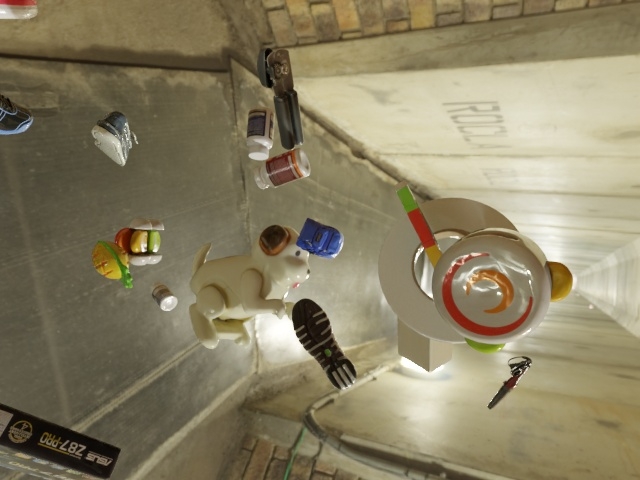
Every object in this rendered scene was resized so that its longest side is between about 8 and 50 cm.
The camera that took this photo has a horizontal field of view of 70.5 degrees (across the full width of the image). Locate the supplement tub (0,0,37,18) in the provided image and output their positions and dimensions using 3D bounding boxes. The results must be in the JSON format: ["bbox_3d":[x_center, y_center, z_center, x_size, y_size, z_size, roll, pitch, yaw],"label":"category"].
[{"bbox_3d":[-0.791,-0.674,1.057,0.191,0.191,0.272,-44,146,-56],"label":"supplement tub"}]

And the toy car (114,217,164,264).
[{"bbox_3d":[-0.638,0.002,1.584,0.182,0.136,0.159,-5,99,-81],"label":"toy car"}]

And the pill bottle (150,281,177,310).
[{"bbox_3d":[-0.697,0.245,2.005,0.078,0.137,0.078,-23,128,-32],"label":"pill bottle"}]

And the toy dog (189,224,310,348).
[{"bbox_3d":[-0.210,0.122,1.512,0.284,0.408,0.395,38,19,-57],"label":"toy dog"}]

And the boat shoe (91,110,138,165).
[{"bbox_3d":[-0.519,-0.259,1.145,0.079,0.095,0.254,-58,-169,-15],"label":"boat shoe"}]

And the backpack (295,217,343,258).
[{"bbox_3d":[0.000,0.000,1.286,0.097,0.120,0.101,-67,169,2],"label":"backpack"}]

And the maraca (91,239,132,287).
[{"bbox_3d":[-0.658,0.076,1.446,0.099,0.186,0.127,-35,160,-37],"label":"maraca"}]

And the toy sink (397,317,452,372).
[{"bbox_3d":[0.367,0.307,1.578,0.131,0.153,0.234,-19,114,-32],"label":"toy sink"}]

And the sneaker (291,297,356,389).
[{"bbox_3d":[-0.002,0.307,1.344,0.281,0.107,0.162,61,-10,7],"label":"sneaker"}]

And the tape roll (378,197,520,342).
[{"bbox_3d":[0.350,0.076,1.203,0.072,0.392,0.391,51,47,-71],"label":"tape roll"}]

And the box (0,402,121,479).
[{"bbox_3d":[-0.800,0.559,1.236,0.395,0.318,0.097,39,44,-29],"label":"box"}]

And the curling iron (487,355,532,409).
[{"bbox_3d":[0.562,0.432,1.371,0.035,0.068,0.274,-91,-173,-47],"label":"curling iron"}]

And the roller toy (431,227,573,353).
[{"bbox_3d":[0.310,0.074,0.812,0.209,0.191,0.146,-47,166,27],"label":"roller toy"}]

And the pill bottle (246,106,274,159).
[{"bbox_3d":[-0.213,-0.375,1.599,0.094,0.094,0.169,28,62,-63],"label":"pill bottle"}]

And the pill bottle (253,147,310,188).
[{"bbox_3d":[-0.113,-0.204,1.312,0.086,0.152,0.086,-18,90,-73],"label":"pill bottle"}]

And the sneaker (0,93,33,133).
[{"bbox_3d":[-0.693,-0.283,0.938,0.081,0.090,0.232,56,19,4],"label":"sneaker"}]

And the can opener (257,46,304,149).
[{"bbox_3d":[-0.113,-0.400,1.283,0.076,0.095,0.283,-36,137,-31],"label":"can opener"}]

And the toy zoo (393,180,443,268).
[{"bbox_3d":[0.258,0.012,1.058,0.293,0.030,0.192,67,14,13],"label":"toy zoo"}]
